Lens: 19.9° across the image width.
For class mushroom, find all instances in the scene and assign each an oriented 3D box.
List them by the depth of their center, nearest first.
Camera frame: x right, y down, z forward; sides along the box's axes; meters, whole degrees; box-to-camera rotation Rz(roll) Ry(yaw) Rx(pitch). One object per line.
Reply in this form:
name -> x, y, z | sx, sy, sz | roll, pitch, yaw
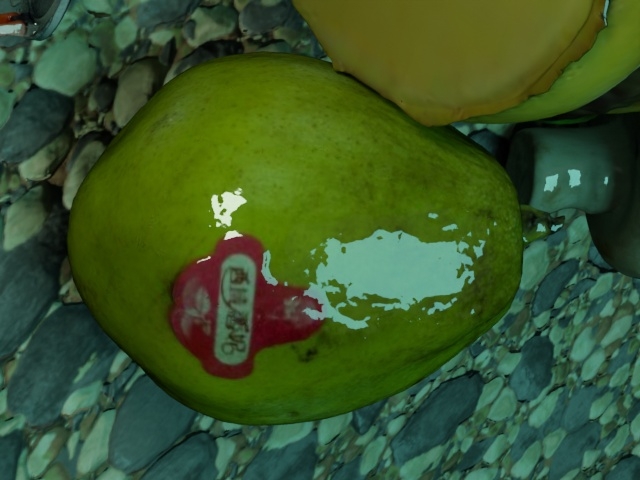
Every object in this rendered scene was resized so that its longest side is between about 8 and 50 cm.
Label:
mushroom -> 0.295, -0.078, 1.792 | 0.243, 0.243, 0.243 | -29, 136, -32

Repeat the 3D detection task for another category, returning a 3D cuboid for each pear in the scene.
pear -> 0.000, 0.000, 1.391 | 0.375, 0.287, 0.287 | -3, 130, 0

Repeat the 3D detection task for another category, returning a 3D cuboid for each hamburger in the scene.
hamburger -> 0.164, -0.278, 1.332 | 0.277, 0.396, 0.395 | -10, 124, -41

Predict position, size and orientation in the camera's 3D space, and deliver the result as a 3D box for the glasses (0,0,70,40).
glasses -> -0.264, -0.246, 1.139 | 0.268, 0.118, 0.234 | 2, 119, -27
